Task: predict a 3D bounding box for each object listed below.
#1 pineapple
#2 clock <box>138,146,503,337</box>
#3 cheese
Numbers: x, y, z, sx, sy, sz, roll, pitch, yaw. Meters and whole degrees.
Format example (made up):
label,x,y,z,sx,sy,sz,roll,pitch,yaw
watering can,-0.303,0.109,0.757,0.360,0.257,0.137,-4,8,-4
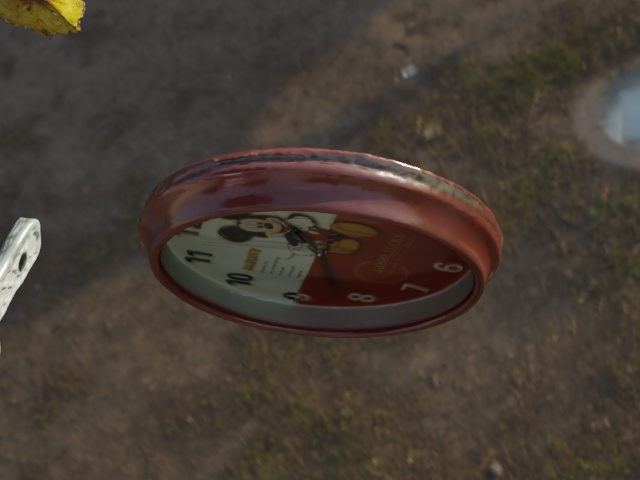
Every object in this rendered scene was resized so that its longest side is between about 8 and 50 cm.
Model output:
label,x,y,z,sx,sy,sz,roll,pitch,yaw
pineapple,-0.283,-0.270,1.424,0.114,0.077,0.114,15,77,7
clock,0.000,0.000,1.248,0.318,0.318,0.080,-4,65,21
cheese,-0.252,0.070,1.013,0.050,0.127,0.235,14,48,6
